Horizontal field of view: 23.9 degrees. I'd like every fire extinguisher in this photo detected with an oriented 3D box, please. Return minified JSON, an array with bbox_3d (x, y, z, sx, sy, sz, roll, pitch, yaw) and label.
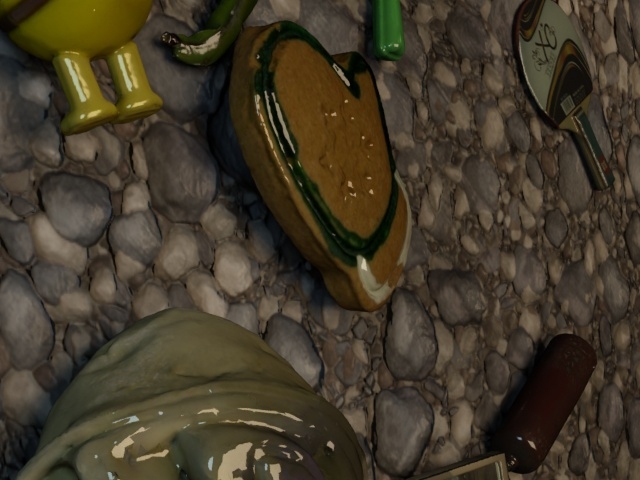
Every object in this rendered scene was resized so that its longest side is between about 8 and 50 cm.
[{"bbox_3d":[0.281,0.234,1.940,0.268,0.072,0.089,-50,127,-43],"label":"fire extinguisher"}]

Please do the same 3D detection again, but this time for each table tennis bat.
[{"bbox_3d":[0.077,-0.341,1.859,0.160,0.039,0.257,17,64,-48],"label":"table tennis bat"},{"bbox_3d":[0.352,-0.208,2.167,0.173,0.022,0.301,-41,111,-46],"label":"table tennis bat"}]

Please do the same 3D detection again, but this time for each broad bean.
[{"bbox_3d":[-0.102,-0.243,1.612,0.195,0.046,0.061,-52,123,-41],"label":"broad bean"}]

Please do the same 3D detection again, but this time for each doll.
[{"bbox_3d":[-0.248,-0.279,1.375,0.199,0.145,0.363,-20,90,-45],"label":"doll"}]

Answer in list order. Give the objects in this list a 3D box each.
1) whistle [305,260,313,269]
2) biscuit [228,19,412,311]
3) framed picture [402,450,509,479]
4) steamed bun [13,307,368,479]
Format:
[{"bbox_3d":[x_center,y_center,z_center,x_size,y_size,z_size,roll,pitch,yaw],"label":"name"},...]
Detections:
[{"bbox_3d":[0.000,0.000,1.689,0.033,0.029,0.083,87,21,-45],"label":"whistle"},{"bbox_3d":[0.017,-0.103,1.677,0.344,0.057,0.287,59,33,-29],"label":"biscuit"},{"bbox_3d":[0.142,0.363,1.763,0.260,0.023,0.189,-10,90,-43],"label":"framed picture"},{"bbox_3d":[-0.087,0.253,1.361,0.339,0.247,0.352,59,39,-25],"label":"steamed bun"}]
